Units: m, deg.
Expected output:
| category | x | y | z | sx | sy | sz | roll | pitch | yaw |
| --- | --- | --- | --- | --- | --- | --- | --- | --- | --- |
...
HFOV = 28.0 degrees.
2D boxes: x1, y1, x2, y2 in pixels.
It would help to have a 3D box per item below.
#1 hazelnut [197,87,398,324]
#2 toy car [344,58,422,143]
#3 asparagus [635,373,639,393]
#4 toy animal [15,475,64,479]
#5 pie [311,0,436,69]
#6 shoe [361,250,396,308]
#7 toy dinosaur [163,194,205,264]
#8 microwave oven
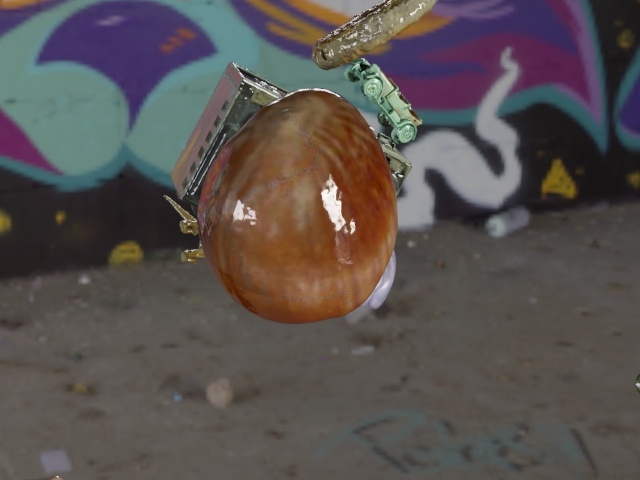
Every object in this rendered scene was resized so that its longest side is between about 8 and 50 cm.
| category | x | y | z | sx | sy | sz | roll | pitch | yaw |
| --- | --- | --- | --- | --- | --- | --- | --- | --- | --- |
| hazelnut | -0.021 | -0.032 | 1.138 | 0.176 | 0.214 | 0.214 | 0 | 18 | 10 |
| toy car | 0.093 | -0.206 | 1.870 | 0.054 | 0.143 | 0.073 | -38 | 40 | 2 |
| asparagus | 0.666 | 0.291 | 1.948 | 0.382 | 0.108 | 0.128 | 25 | 21 | 27 |
| toy animal | -0.401 | 0.386 | 1.562 | 0.237 | 0.269 | 0.326 | 55 | 8 | 36 |
| pie | 0.068 | -0.266 | 1.578 | 0.195 | 0.046 | 0.195 | -32 | 9 | 5 |
| shoe | 0.000 | 0.000 | 1.715 | 0.138 | 0.095 | 0.245 | 0 | 37 | -33 |
| toy dinosaur | -0.166 | -0.005 | 1.965 | 0.126 | 0.039 | 0.162 | 13 | 37 | -35 |
| microwave oven | -0.032 | -0.071 | 1.350 | 0.205 | 0.163 | 0.129 | 25 | 10 | -18 |
